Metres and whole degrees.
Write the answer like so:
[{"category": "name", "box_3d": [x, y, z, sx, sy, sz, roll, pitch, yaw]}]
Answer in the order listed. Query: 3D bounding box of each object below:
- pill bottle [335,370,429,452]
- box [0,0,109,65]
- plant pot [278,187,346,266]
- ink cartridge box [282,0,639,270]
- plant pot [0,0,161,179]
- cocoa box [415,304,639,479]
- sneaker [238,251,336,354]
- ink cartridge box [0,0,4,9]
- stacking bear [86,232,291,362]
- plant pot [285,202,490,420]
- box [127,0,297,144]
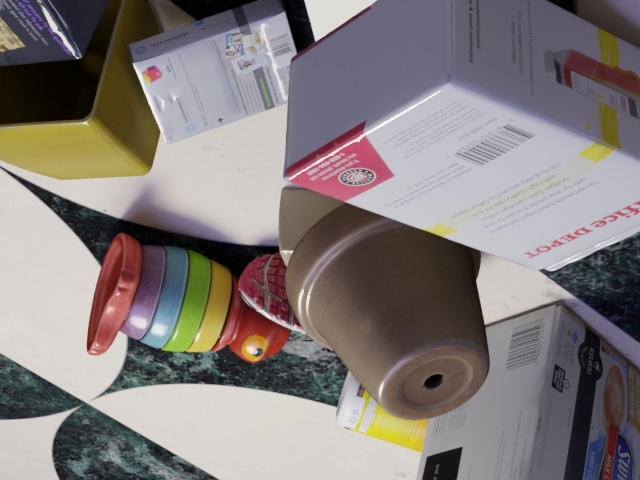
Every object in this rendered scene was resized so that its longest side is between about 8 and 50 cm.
[{"category": "pill bottle", "box_3d": [0.139, 0.263, 2.282, 0.215, 0.117, 0.117, 18, 145, -1]}, {"category": "box", "box_3d": [-0.389, -0.301, 1.682, 0.270, 0.165, 0.143, -2, 141, 24]}, {"category": "plant pot", "box_3d": [0.000, 0.000, 1.996, 0.109, 0.096, 0.109, 1, 142, 21]}, {"category": "ink cartridge box", "box_3d": [0.194, -0.123, 1.609, 0.384, 0.160, 0.279, 20, 149, -33]}, {"category": "plant pot", "box_3d": [-0.296, -0.183, 1.793, 0.212, 0.212, 0.187, -2, 153, 25]}, {"category": "cocoa box", "box_3d": [0.299, 0.312, 2.081, 0.228, 0.347, 0.231, 37, 140, -28]}, {"category": "sneaker", "box_3d": [0.017, 0.117, 2.132, 0.299, 0.121, 0.112, 23, 147, -10]}, {"category": "ink cartridge box", "box_3d": [-0.423, -0.330, 1.533, 0.226, 0.306, 0.131, -1, 142, 23]}, {"category": "stacking bear", "box_3d": [-0.178, 0.099, 2.160, 0.289, 0.164, 0.175, 16, 122, -17]}, {"category": "plant pot", "box_3d": [0.106, 0.101, 1.888, 0.263, 0.229, 0.263, -11, 136, -11]}, {"category": "box", "box_3d": [-0.118, -0.201, 1.745, 0.186, 0.038, 0.145, -21, 140, -2]}]
